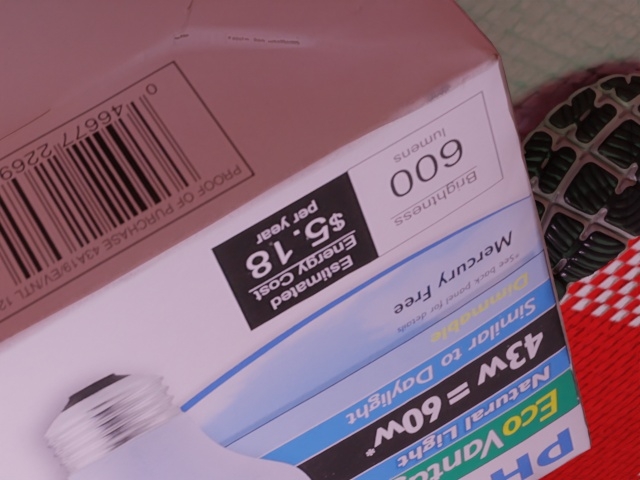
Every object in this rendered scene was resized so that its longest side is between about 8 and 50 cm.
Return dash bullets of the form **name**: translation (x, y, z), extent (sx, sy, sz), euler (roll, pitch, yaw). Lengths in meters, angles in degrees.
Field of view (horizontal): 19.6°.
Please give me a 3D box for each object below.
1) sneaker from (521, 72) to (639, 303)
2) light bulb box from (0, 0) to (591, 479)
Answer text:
- **sneaker**: translation (0.137, -0.009, 1.285), extent (0.107, 0.118, 0.279), euler (39, 95, -15)
- **light bulb box**: translation (-0.078, 0.037, 0.982), extent (0.358, 0.225, 0.361), euler (-30, 143, -6)
